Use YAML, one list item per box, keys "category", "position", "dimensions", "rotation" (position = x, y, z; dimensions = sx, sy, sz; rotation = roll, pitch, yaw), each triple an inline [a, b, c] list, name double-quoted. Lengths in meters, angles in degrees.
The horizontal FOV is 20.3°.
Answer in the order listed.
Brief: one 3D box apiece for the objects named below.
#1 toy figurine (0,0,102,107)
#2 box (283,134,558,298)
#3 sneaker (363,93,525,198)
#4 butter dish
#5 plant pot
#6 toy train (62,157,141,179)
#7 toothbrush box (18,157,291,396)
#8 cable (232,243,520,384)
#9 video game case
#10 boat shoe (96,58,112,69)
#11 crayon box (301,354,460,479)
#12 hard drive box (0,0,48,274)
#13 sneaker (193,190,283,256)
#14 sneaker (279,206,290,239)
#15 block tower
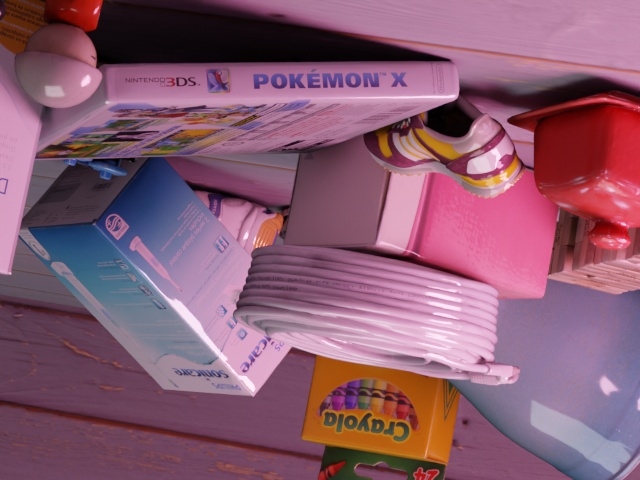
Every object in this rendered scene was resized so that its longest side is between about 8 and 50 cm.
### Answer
- category: "toy figurine"
  position: [-0.260, -0.177, 1.204]
  dimensions: [0.213, 0.148, 0.209]
  rotation: [5, 169, 33]
- category: "box"
  position: [0.103, -0.027, 1.773]
  dimensions: [0.232, 0.126, 0.149]
  rotation: [17, 169, -37]
- category: "sneaker"
  position: [0.099, -0.100, 1.570]
  dimensions: [0.185, 0.069, 0.084]
  rotation: [18, 146, 47]
- category: "butter dish"
  position: [0.250, -0.051, 1.500]
  dimensions: [0.160, 0.118, 0.160]
  rotation: [14, 170, -24]
- category: "plant pot"
  position: [0.282, 0.131, 2.197]
  dimensions: [0.255, 0.271, 0.271]
  rotation: [27, 168, -9]
- category: "toy train"
  position: [-0.263, -0.116, 1.805]
  dimensions: [0.105, 0.080, 0.184]
  rotation: [14, 178, 43]
- category: "toothbrush box"
  position: [-0.190, 0.044, 2.133]
  dimensions: [0.295, 0.126, 0.216]
  rotation: [50, 153, -22]
- category: "cable"
  position: [0.047, 0.067, 1.739]
  dimensions: [0.257, 0.089, 0.257]
  rotation: [5, 169, 38]
- category: "video game case"
  position: [-0.086, -0.109, 1.539]
  dimensions: [0.300, 0.036, 0.329]
  rotation: [-3, 176, -22]
- category: "boat shoe"
  position: [-0.265, -0.142, 1.645]
  dimensions: [0.224, 0.073, 0.080]
  rotation: [15, 169, -27]
- category: "crayon box"
  position: [0.094, 0.187, 2.470]
  dimensions: [0.202, 0.318, 0.081]
  rotation: [4, 169, 30]
- category: "hard drive box"
  position: [-0.324, -0.103, 1.457]
  dimensions: [0.181, 0.232, 0.089]
  rotation: [17, 169, -38]
- category: "sneaker"
  position: [-0.143, -0.010, 2.284]
  dimensions: [0.131, 0.112, 0.296]
  rotation: [25, 162, -10]
- category: "sneaker"
  position: [0.000, 0.000, 2.203]
  dimensions: [0.063, 0.074, 0.170]
  rotation: [18, 168, -39]
- category: "block tower"
  position: [0.328, -0.012, 1.728]
  dimensions: [0.097, 0.091, 0.335]
  rotation: [13, 170, -17]
